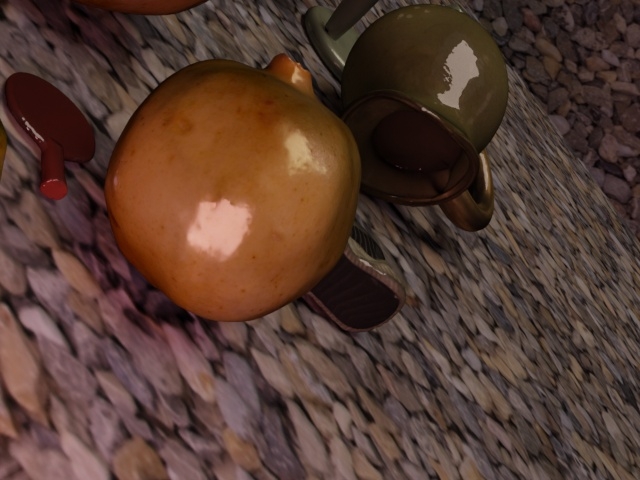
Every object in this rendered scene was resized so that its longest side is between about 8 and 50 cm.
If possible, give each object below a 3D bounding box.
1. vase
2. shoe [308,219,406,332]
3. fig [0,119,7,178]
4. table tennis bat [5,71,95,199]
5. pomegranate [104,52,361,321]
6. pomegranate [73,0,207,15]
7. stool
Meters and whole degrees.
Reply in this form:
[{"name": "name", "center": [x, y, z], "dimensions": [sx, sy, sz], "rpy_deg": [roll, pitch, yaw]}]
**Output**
[{"name": "vase", "center": [0.165, -0.150, 1.553], "dimensions": [0.329, 0.240, 0.302], "rpy_deg": [53, 30, -29]}, {"name": "shoe", "center": [0.000, 0.000, 1.170], "dimensions": [0.227, 0.099, 0.112], "rpy_deg": [46, 16, -26]}, {"name": "fig", "center": [-0.267, -0.064, 0.665], "dimensions": [0.144, 0.154, 0.165], "rpy_deg": [5, -2, -12]}, {"name": "table tennis bat", "center": [-0.231, -0.091, 0.940], "dimensions": [0.098, 0.019, 0.155], "rpy_deg": [36, 25, -37]}, {"name": "pomegranate", "center": [-0.076, -0.044, 0.930], "dimensions": [0.233, 0.233, 0.233], "rpy_deg": [42, 25, -24]}, {"name": "pomegranate", "center": [-0.180, -0.399, 1.097], "dimensions": [0.338, 0.338, 0.338], "rpy_deg": [42, 25, -24]}, {"name": "stool", "center": [0.108, -0.347, 1.746], "dimensions": [0.195, 0.198, 0.195], "rpy_deg": [50, 21, -11]}]
